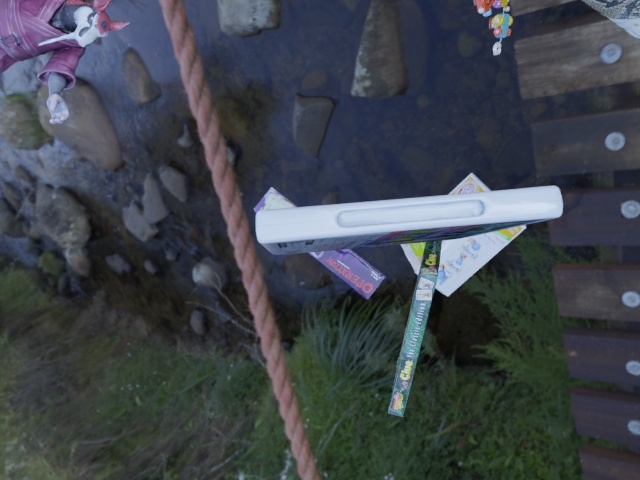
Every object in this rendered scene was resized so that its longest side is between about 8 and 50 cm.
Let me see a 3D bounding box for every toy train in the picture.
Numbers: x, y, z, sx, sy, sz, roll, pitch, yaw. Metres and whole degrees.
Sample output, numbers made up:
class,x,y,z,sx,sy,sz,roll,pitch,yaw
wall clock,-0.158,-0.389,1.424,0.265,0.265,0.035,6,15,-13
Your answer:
class,x,y,z,sx,sy,sz,roll,pitch,yaw
toy train,0.385,-0.511,1.215,0.046,0.125,0.166,20,157,38

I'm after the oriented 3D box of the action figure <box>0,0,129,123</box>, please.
class,x,y,z,sx,sy,sz,roll,pitch,yaw
action figure,-0.490,-0.334,0.871,0.370,0.276,0.248,-6,117,-1

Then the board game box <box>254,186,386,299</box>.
class,x,y,z,sx,sy,sz,roll,pitch,yaw
board game box,0.000,0.000,0.912,0.208,0.056,0.347,42,-179,0

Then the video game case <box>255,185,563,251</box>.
class,x,y,z,sx,sy,sz,roll,pitch,yaw
video game case,0.049,-0.010,0.411,0.201,0.183,0.023,125,140,-85

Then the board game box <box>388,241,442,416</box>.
class,x,y,z,sx,sy,sz,roll,pitch,yaw
board game box,0.150,0.135,0.851,0.030,0.136,0.260,11,116,8

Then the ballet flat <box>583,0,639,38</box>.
class,x,y,z,sx,sy,sz,roll,pitch,yaw
ballet flat,0.828,-0.565,1.240,0.483,0.164,0.182,-8,129,9

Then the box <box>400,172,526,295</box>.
class,x,y,z,sx,sy,sz,roll,pitch,yaw
box,0.271,-0.012,1.043,0.103,0.114,0.203,35,110,-29
